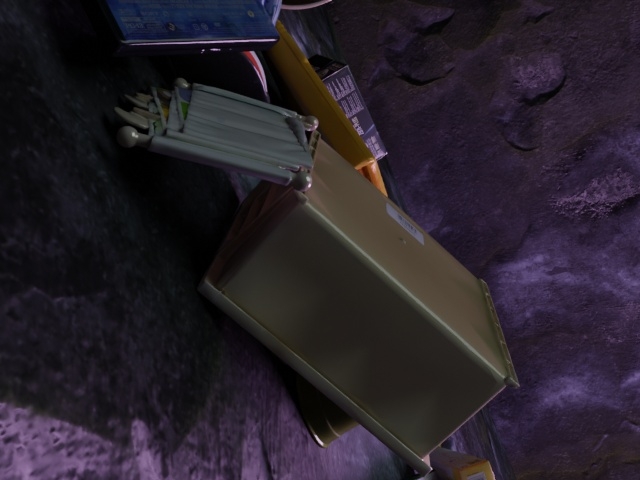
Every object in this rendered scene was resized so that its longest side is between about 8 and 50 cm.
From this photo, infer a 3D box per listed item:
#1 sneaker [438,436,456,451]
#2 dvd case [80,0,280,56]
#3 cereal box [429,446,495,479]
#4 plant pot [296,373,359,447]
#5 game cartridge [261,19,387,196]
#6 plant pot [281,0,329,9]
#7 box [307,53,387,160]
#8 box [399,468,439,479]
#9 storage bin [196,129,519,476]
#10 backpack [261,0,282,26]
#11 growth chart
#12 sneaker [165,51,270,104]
[{"bbox_3d":[0.260,0.443,1.285,0.111,0.121,0.300,-44,112,-78],"label":"sneaker"},{"bbox_3d":[-0.152,-0.263,0.659,0.180,0.022,0.253,-19,79,-49],"label":"dvd case"},{"bbox_3d":[0.201,0.378,1.104,0.240,0.047,0.173,128,-56,-79],"label":"cereal box"},{"bbox_3d":[0.027,0.161,0.834,0.083,0.079,0.083,-23,90,-79],"label":"plant pot"},{"bbox_3d":[0.010,-0.155,1.196,0.324,0.052,0.285,62,-1,28],"label":"game cartridge"},{"bbox_3d":[-0.063,-0.499,1.321,0.257,0.256,0.274,65,-4,-14],"label":"plant pot"},{"bbox_3d":[0.025,-0.224,1.427,0.180,0.077,0.147,62,-10,-29],"label":"box"},{"bbox_3d":[0.123,0.391,0.919,0.322,0.058,0.232,39,31,-70],"label":"box"},{"bbox_3d":[0.042,0.039,0.790,0.262,0.123,0.260,41,17,-11],"label":"storage bin"},{"bbox_3d":[-0.096,-0.318,1.078,0.114,0.084,0.105,-129,-128,-72],"label":"backpack"},{"bbox_3d":[-0.082,-0.100,0.696,0.237,0.171,0.021,-92,-161,-68],"label":"growth chart"},{"bbox_3d":[-0.130,-0.237,0.804,0.270,0.090,0.145,47,31,-53],"label":"sneaker"}]
